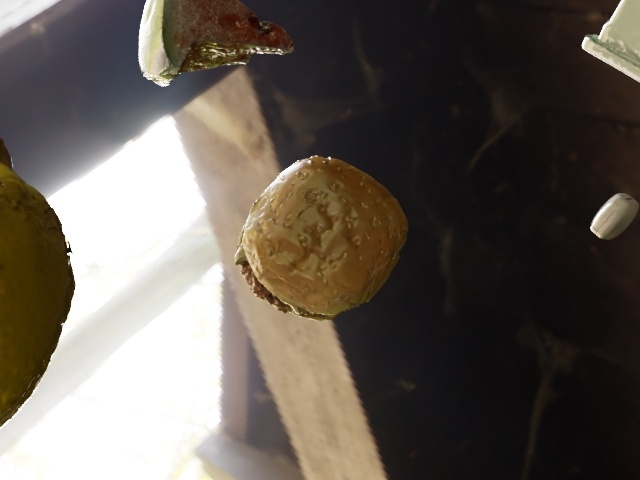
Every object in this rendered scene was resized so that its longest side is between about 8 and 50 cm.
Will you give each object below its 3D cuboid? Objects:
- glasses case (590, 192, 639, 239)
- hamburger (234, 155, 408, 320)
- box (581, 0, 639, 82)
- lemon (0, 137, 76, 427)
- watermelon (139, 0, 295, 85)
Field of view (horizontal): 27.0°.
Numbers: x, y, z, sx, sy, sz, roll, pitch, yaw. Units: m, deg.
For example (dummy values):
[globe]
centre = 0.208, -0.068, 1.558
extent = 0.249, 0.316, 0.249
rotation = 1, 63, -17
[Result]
[glasses case]
centre = 0.410, -0.034, 1.854
extent = 0.041, 0.164, 0.063
rotation = 39, -76, 14
[hamburger]
centre = 0.001, 0.000, 2.258
extent = 0.259, 0.283, 0.144
rotation = 31, -17, 0
[box]
centre = 0.490, -0.246, 1.611
extent = 0.312, 0.175, 0.182
rotation = 46, -62, 50
[lemon]
centre = -0.349, 0.049, 1.202
extent = 0.245, 0.320, 0.245
rotation = 15, -20, 6
[watermelon]
centre = -0.122, -0.220, 1.369
extent = 0.098, 0.158, 0.121
rotation = -41, -113, 57
